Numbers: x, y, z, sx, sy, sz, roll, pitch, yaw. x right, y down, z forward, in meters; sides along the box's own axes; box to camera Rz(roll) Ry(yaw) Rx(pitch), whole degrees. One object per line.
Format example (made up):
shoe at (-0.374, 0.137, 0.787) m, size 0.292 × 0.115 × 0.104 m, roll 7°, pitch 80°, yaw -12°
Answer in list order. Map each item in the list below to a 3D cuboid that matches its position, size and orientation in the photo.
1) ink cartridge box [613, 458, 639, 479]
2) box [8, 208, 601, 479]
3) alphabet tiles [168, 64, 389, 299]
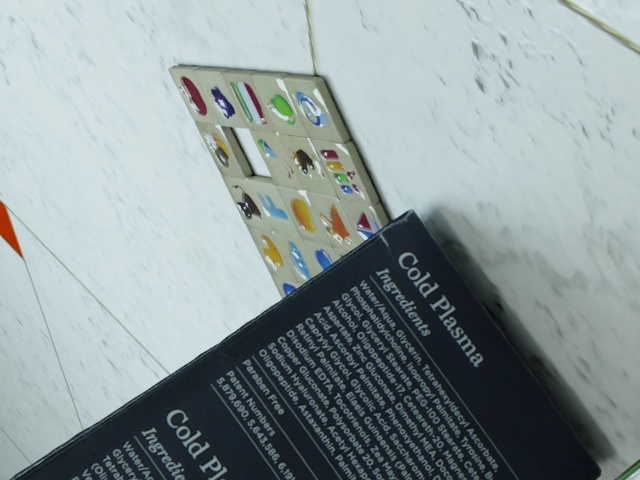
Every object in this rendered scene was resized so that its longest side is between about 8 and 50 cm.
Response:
ink cartridge box at (0.200, 0.189, 0.773) m, size 0.209 × 0.062 × 0.109 m, roll 51°, pitch 133°, yaw 12°
box at (-0.059, 0.177, 1.000) m, size 0.179 × 0.312 × 0.343 m, roll 54°, pitch 159°, yaw 5°
alphabet tiles at (0.000, 0.000, 1.061) m, size 0.198 × 0.009 × 0.237 m, roll 14°, pitch 134°, yaw 60°
